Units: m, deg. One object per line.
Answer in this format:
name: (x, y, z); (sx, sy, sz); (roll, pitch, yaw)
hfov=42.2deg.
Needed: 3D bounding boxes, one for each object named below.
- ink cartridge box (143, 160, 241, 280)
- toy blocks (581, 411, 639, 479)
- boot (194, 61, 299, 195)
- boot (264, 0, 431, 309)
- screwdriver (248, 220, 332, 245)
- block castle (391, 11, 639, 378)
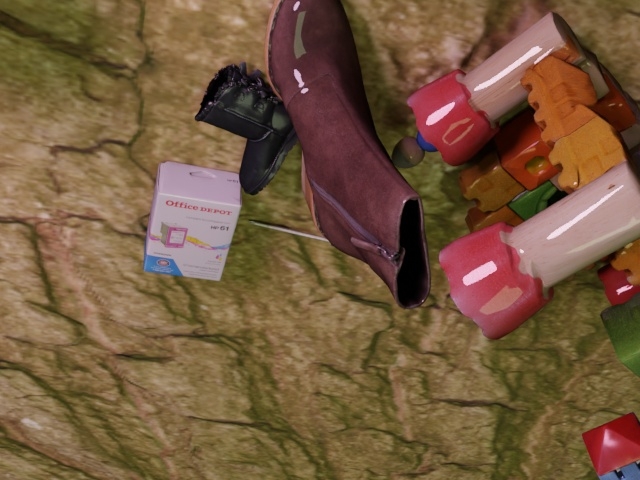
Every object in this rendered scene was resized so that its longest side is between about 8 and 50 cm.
ink cartridge box: (-0.139, -0.019, 0.896); (0.088, 0.052, 0.122); (8, 133, -14)
toy blocks: (0.375, 0.163, 0.656); (0.381, 0.191, 0.261); (-30, 117, 15)
boot: (-0.076, -0.108, 0.816); (0.099, 0.045, 0.121); (22, 122, -29)
boot: (0.035, -0.087, 0.714); (0.090, 0.207, 0.248); (-19, 126, -17)
screwdriver: (0.000, 0.000, 0.951); (0.170, 0.025, 0.024); (10, 134, -17)
block castle: (0.273, 0.029, 0.812); (0.213, 0.303, 0.453); (-35, 128, 28)
